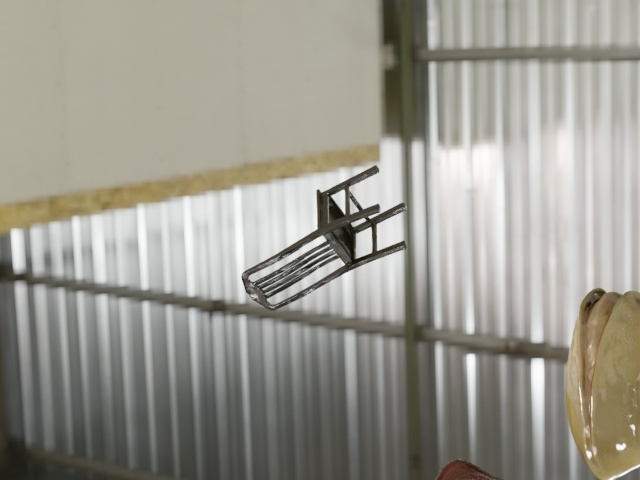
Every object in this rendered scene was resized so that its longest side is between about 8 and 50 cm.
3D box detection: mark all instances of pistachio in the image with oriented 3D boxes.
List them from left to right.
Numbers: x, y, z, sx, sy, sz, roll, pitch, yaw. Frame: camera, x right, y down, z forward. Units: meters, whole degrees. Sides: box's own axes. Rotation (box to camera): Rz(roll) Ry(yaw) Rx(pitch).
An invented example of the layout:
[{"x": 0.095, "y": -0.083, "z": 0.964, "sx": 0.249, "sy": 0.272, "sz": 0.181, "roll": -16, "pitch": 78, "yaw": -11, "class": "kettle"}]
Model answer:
[{"x": 0.452, "y": 0.220, "z": 2.300, "sx": 0.162, "sy": 0.293, "sz": 0.181, "roll": 8, "pitch": -176, "yaw": 43, "class": "pistachio"}]

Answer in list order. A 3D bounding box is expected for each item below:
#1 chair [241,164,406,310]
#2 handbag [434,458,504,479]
[{"x": 0.000, "y": 0.000, "z": 1.926, "sx": 0.212, "sy": 0.084, "sz": 0.101, "roll": -26, "pitch": -149, "yaw": 19, "class": "chair"}, {"x": 0.222, "y": 0.456, "z": 1.977, "sx": 0.275, "sy": 0.260, "sz": 0.084, "roll": 31, "pitch": 178, "yaw": -13, "class": "handbag"}]
